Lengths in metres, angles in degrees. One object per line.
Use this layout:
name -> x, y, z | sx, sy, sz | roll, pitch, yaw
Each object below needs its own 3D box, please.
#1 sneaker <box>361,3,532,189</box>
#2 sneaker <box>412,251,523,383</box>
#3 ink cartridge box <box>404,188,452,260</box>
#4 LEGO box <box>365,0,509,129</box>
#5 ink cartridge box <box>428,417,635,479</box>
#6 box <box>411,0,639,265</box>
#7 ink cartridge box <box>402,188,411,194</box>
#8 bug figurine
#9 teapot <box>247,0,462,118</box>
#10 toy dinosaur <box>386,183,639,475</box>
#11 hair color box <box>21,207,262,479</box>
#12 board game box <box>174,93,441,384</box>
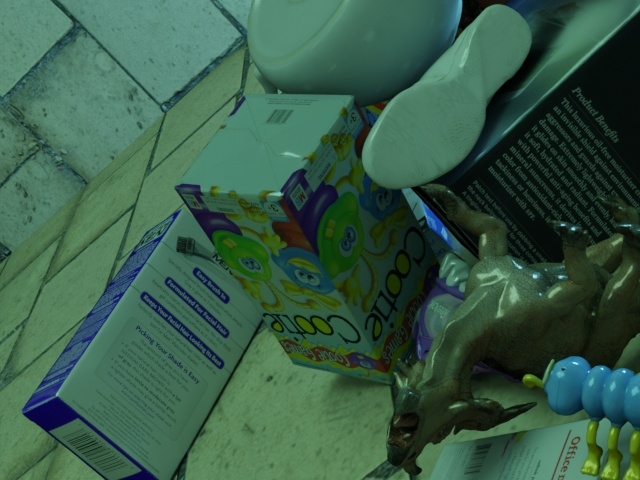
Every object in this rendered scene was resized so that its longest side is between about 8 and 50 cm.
sneaker -> 0.106, -0.117, 1.051 | 0.212, 0.080, 0.094 | -47, 8, -23
sneaker -> 0.139, 0.092, 1.069 | 0.104, 0.095, 0.236 | -50, 13, 5
ink cartridge box -> 0.058, 0.031, 1.399 | 0.207, 0.046, 0.097 | -38, 30, 20
LEGO box -> 0.217, -0.404, 1.545 | 0.500, 0.193, 0.372 | -56, -7, -31
ink cartridge box -> 0.156, 0.190, 0.838 | 0.181, 0.061, 0.104 | -20, 27, 43
box -> 0.230, -0.118, 1.163 | 0.294, 0.183, 0.296 | -43, 19, 3
ink cartridge box -> 0.077, -0.047, 1.519 | 0.104, 0.060, 0.180 | -46, 19, -1
bug figurine -> 0.189, 0.173, 0.682 | 0.216, 0.072, 0.279 | 5, 49, 30
teapot -> 0.054, -0.232, 1.235 | 0.256, 0.187, 0.253 | -6, 63, 52
toy dinosaur -> 0.169, 0.071, 0.894 | 0.127, 0.295, 0.200 | -140, 54, -63
hair color box -> -0.216, 0.143, 1.543 | 0.110, 0.185, 0.339 | -26, 26, 47
board game box -> 0.000, 0.000, 1.201 | 0.144, 0.275, 0.142 | 6, 51, 39
